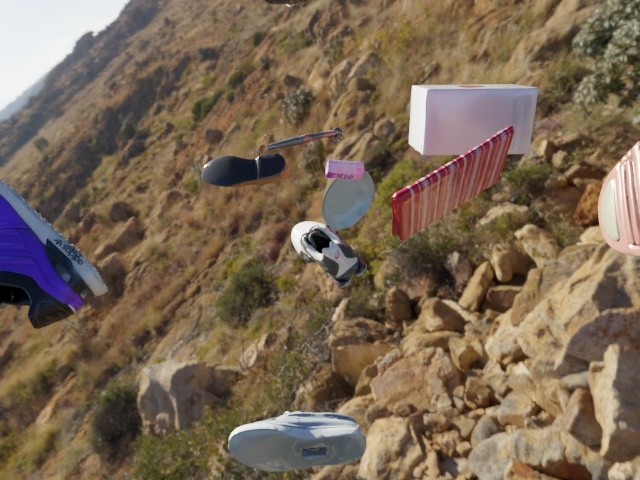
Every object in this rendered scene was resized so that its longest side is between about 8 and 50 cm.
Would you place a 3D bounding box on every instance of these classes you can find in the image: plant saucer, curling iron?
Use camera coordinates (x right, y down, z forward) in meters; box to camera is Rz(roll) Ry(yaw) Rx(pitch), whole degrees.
[{"bbox_3d":[0.073,-0.127,1.437,0.195,0.195,0.037,-36,46,-15],"label":"plant saucer"},{"bbox_3d":[-0.050,-0.343,1.668,0.274,0.035,0.068,-12,-13,1],"label":"curling iron"}]

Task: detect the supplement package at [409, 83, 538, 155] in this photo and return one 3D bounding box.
[{"bbox_3d":[0.409,-0.337,1.336,0.293,0.175,0.177,-2,21,-3],"label":"supplement package"}]

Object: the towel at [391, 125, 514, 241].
[{"bbox_3d":[0.265,-0.111,1.000,0.275,0.199,0.031,-31,65,-5],"label":"towel"}]

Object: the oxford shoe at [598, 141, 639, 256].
[{"bbox_3d":[0.388,-0.060,0.330,0.397,0.147,0.140,147,129,-68],"label":"oxford shoe"}]

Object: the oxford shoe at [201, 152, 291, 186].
[{"bbox_3d":[-0.169,-0.149,1.104,0.212,0.076,0.076,1,76,17],"label":"oxford shoe"}]

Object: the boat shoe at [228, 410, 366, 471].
[{"bbox_3d":[-0.039,0.332,0.820,0.228,0.079,0.081,3,13,-7],"label":"boat shoe"}]

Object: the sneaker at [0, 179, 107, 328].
[{"bbox_3d":[-0.482,0.020,0.736,0.293,0.102,0.146,38,60,10],"label":"sneaker"}]

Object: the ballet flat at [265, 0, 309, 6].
[{"bbox_3d":[-0.072,-0.521,1.004,0.074,0.074,0.203,-13,23,24],"label":"ballet flat"}]

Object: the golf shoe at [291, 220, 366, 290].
[{"bbox_3d":[0.000,0.000,1.099,0.105,0.120,0.273,-45,36,-7],"label":"golf shoe"}]

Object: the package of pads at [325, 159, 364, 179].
[{"bbox_3d":[0.054,-0.158,1.088,0.083,0.050,0.031,4,74,-5],"label":"package of pads"}]
